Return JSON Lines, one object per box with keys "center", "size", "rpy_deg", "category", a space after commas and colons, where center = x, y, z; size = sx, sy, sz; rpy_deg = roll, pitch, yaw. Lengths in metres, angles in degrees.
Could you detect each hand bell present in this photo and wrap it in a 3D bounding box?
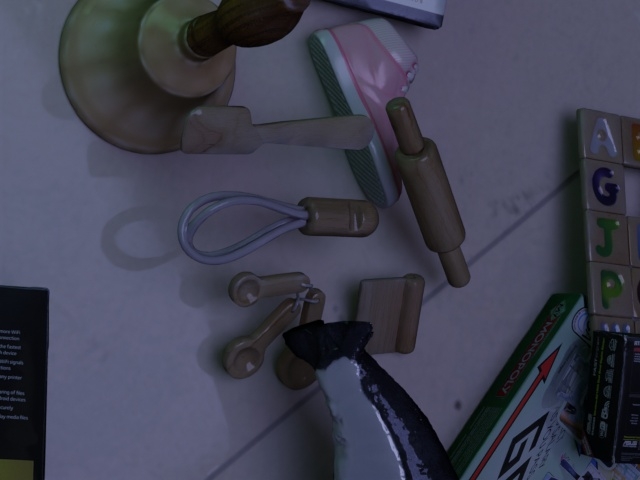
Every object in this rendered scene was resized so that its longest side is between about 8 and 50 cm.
{"center": [-0.065, -0.125, 0.993], "size": [0.126, 0.242, 0.126], "rpy_deg": [1, 87, -26], "category": "hand bell"}

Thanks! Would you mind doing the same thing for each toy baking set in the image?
{"center": [0.006, -0.002, 1.082], "size": [0.196, 0.030, 0.256], "rpy_deg": [-30, 127, -18], "category": "toy baking set"}

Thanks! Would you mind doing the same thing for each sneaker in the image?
{"center": [0.047, -0.095, 1.149], "size": [0.070, 0.051, 0.134], "rpy_deg": [-21, 92, -19], "category": "sneaker"}

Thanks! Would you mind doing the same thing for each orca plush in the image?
{"center": [0.047, 0.186, 1.090], "size": [0.287, 0.151, 0.102], "rpy_deg": [65, 23, 2], "category": "orca plush"}

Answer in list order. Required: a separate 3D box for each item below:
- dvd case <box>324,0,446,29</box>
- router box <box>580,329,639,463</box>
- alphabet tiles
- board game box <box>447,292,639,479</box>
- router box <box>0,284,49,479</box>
{"center": [0.030, -0.275, 1.147], "size": [0.164, 0.018, 0.221], "rpy_deg": [12, 88, -16], "category": "dvd case"}
{"center": [0.250, 0.115, 1.181], "size": [0.122, 0.038, 0.092], "rpy_deg": [7, 90, -31], "category": "router box"}
{"center": [0.297, 0.008, 1.258], "size": [0.237, 0.009, 0.198], "rpy_deg": [6, 75, -31], "category": "alphabet tiles"}
{"center": [0.171, 0.227, 1.195], "size": [0.213, 0.046, 0.317], "rpy_deg": [41, 72, -17], "category": "board game box"}
{"center": [-0.309, 0.141, 0.894], "size": [0.308, 0.081, 0.243], "rpy_deg": [5, 68, -15], "category": "router box"}
